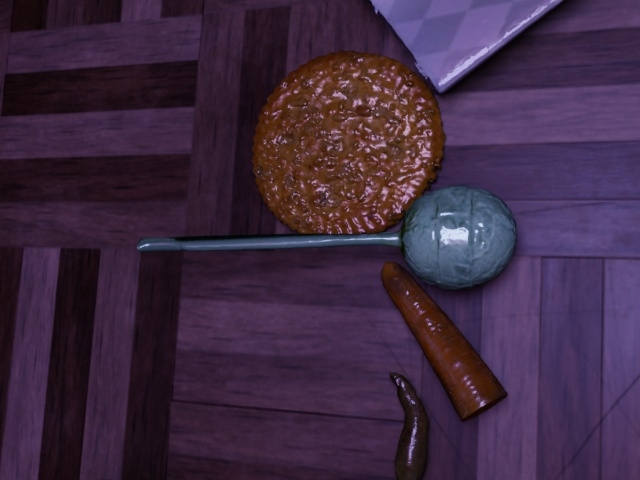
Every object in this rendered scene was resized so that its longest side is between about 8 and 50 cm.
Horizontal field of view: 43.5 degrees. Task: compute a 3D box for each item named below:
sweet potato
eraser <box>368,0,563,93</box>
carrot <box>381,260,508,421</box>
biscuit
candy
[{"bbox_3d":[0.104,0.228,0.924,0.041,0.038,0.153,-1,79,-3],"label":"sweet potato"},{"bbox_3d":[0.245,-0.359,0.932,0.397,0.082,0.213,-37,72,12],"label":"eraser"},{"bbox_3d":[0.130,0.106,0.924,0.061,0.061,0.209,-38,65,11],"label":"carrot"},{"bbox_3d":[0.027,-0.120,1.003,0.254,0.035,0.253,-3,81,20],"label":"biscuit"},{"bbox_3d":[0.000,0.000,0.927,0.440,0.119,0.119,-2,82,11],"label":"candy"}]
